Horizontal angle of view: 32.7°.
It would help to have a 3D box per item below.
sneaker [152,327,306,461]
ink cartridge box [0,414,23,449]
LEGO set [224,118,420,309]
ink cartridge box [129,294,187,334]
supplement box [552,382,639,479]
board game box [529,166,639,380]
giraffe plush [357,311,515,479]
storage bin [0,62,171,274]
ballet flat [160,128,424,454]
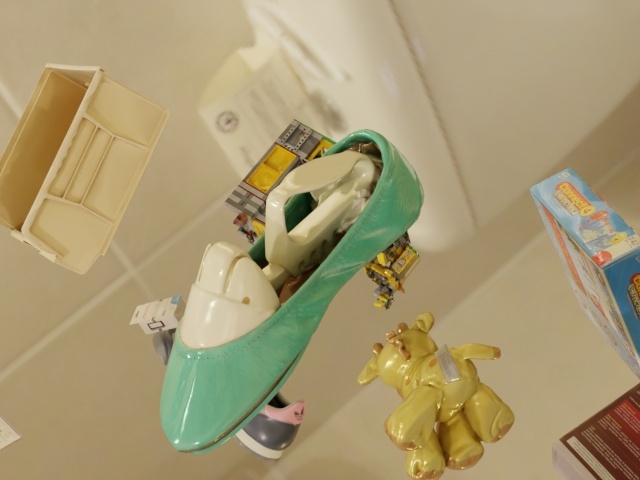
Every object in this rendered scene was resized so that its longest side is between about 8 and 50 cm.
[{"bbox_3d":[-0.152,0.231,1.892,0.319,0.131,0.112,41,-162,17],"label":"sneaker"},{"bbox_3d":[-0.555,0.341,1.643,0.206,0.208,0.045,4,118,65],"label":"ink cartridge box"},{"bbox_3d":[0.000,0.000,1.577,0.255,0.192,0.331,34,163,15],"label":"LEGO set"},{"bbox_3d":[-0.259,0.121,1.751,0.048,0.083,0.028,-76,-34,-50],"label":"ink cartridge box"},{"bbox_3d":[0.463,0.285,1.554,0.130,0.239,0.073,49,164,38],"label":"supplement box"},{"bbox_3d":[0.505,0.068,1.897,0.308,0.086,0.302,60,-177,-31],"label":"board game box"},{"bbox_3d":[0.138,0.192,1.471,0.170,0.181,0.210,38,141,56],"label":"giraffe plush"},{"bbox_3d":[-0.360,-0.108,1.560,0.123,0.260,0.262,27,175,-31],"label":"storage bin"},{"bbox_3d":[-0.028,0.016,0.679,0.083,0.247,0.087,12,141,45],"label":"ballet flat"}]
